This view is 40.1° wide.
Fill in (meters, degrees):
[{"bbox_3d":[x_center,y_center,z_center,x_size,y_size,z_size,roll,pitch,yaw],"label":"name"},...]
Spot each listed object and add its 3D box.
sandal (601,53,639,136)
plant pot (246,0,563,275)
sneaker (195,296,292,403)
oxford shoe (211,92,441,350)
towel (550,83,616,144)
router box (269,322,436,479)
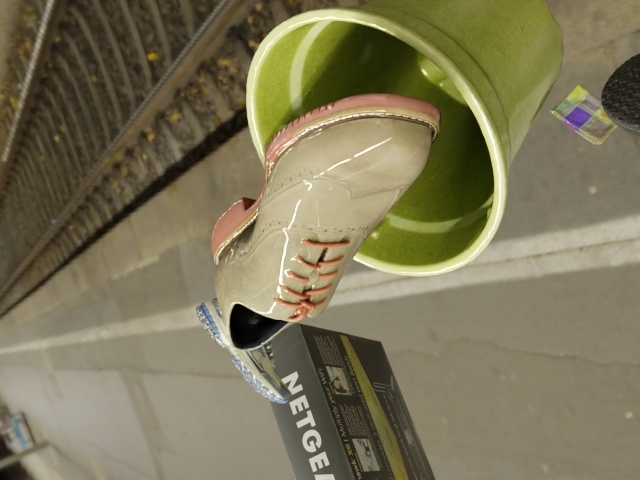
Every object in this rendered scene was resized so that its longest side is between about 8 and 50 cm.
[{"bbox_3d":[0.257,-0.081,0.612,0.040,0.067,0.179,43,-168,-34],"label":"sandal"},{"bbox_3d":[0.110,-0.149,0.875,0.276,0.254,0.276,24,138,24],"label":"plant pot"},{"bbox_3d":[-0.068,0.106,0.904,0.135,0.058,0.052,51,164,5],"label":"sneaker"},{"bbox_3d":[0.000,0.000,0.731,0.348,0.123,0.130,133,140,-59],"label":"oxford shoe"},{"bbox_3d":[0.353,-0.166,1.152,0.083,0.060,0.009,43,168,26],"label":"towel"},{"bbox_3d":[0.051,0.272,1.143,0.243,0.081,0.309,23,-139,-57],"label":"router box"}]
